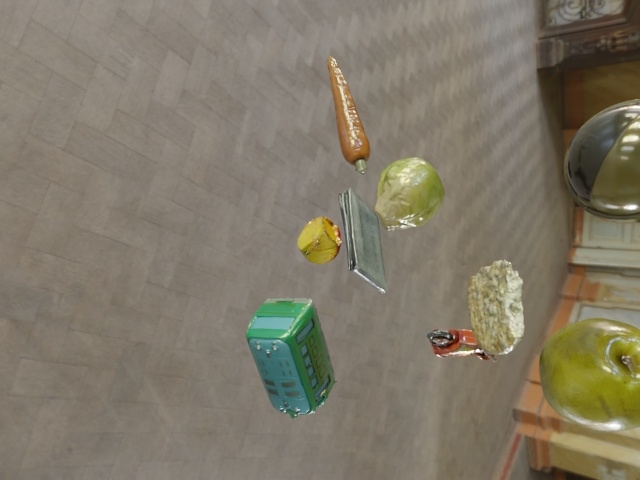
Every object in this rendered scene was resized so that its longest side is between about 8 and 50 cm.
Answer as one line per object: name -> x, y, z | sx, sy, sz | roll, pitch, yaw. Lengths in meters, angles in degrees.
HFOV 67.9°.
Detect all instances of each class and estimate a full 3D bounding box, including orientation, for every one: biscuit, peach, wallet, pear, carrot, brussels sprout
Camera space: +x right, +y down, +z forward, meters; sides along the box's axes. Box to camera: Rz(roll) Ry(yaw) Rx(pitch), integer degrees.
biscuit -> 0.352, 0.126, 0.957 | 0.265, 0.040, 0.188 | -86, -171, -66
peach -> -0.003, 0.002, 1.534 | 0.118, 0.152, 0.151 | -19, 110, -77
wallet -> 0.102, -0.002, 1.114 | 0.167, 0.036, 0.221 | 39, 39, -49
pear -> 0.633, 0.307, 1.080 | 0.307, 0.253, 0.252 | 64, 42, -62
carrot -> 0.060, -0.302, 1.135 | 0.069, 0.069, 0.335 | 16, 54, -53
brussels sprout -> 0.344, -0.186, 1.861 | 0.317, 0.243, 0.273 | -24, 135, -28

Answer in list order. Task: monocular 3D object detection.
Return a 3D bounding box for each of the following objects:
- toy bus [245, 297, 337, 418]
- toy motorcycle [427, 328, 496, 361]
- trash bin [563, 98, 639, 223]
toy bus -> -0.085, 0.353, 1.412 | 0.199, 0.184, 0.343 | -53, 132, -55
toy motorcycle -> 0.497, 0.353, 1.637 | 0.171, 0.299, 0.089 | 110, -13, -53
trash bin -> 0.573, -0.134, 0.852 | 0.334, 0.214, 0.213 | 1, 92, -41
